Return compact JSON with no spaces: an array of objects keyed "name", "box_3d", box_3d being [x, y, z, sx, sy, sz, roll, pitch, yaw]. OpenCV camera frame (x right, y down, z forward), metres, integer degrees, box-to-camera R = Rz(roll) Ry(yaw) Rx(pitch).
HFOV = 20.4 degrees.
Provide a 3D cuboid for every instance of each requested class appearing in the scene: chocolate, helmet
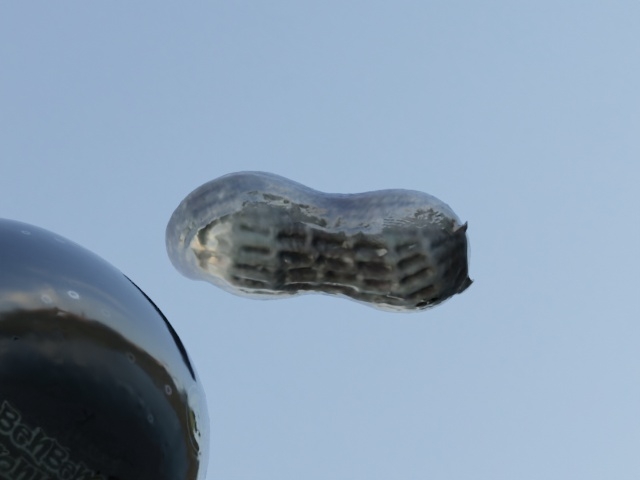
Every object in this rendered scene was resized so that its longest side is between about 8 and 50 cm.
[{"name":"chocolate","box_3d":[0.000,0.000,1.414,0.248,0.110,0.110,4,-50,-1]},{"name":"helmet","box_3d":[-0.166,0.074,0.995,0.160,0.230,0.279,-42,-77,-4]}]
